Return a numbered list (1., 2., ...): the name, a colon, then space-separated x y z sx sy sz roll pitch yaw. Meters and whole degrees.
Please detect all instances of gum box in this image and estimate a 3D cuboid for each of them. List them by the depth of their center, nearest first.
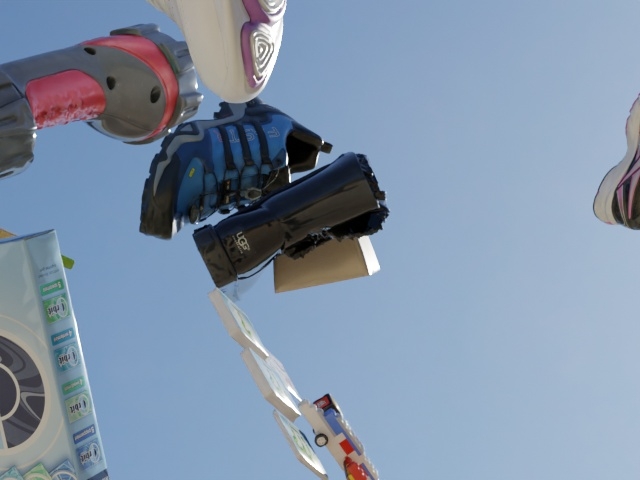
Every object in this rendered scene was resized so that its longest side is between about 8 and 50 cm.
1. gum box: -0.225 0.096 1.085 0.157 0.184 0.041 -9 6 24

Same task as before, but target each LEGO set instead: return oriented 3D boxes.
1. LEGO set: -0.002 0.147 1.508 0.060 0.182 0.244 -33 -30 4

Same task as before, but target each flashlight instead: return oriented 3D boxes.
1. flashlight: -0.203 -0.104 1.337 0.103 0.304 0.103 4 -74 22

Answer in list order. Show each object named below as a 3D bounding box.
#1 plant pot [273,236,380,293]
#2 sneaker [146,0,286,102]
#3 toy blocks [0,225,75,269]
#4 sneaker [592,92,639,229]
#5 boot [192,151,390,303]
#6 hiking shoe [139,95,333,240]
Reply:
1. plant pot: 0.000 0.000 1.907 0.109 0.096 0.109 -11 0 9
2. sneaker: -0.120 -0.220 1.234 0.152 0.305 0.114 -25 -24 13
3. toy blocks: -0.490 0.061 1.766 0.381 0.191 0.261 25 -93 -21
4. sneaker: 0.365 -0.088 1.796 0.072 0.077 0.178 12 -78 -39
5. boot: -0.029 -0.013 1.822 0.207 0.094 0.246 -24 -3 -4
6. hiking shoe: -0.103 -0.086 1.992 0.132 0.304 0.113 21 -53 17
